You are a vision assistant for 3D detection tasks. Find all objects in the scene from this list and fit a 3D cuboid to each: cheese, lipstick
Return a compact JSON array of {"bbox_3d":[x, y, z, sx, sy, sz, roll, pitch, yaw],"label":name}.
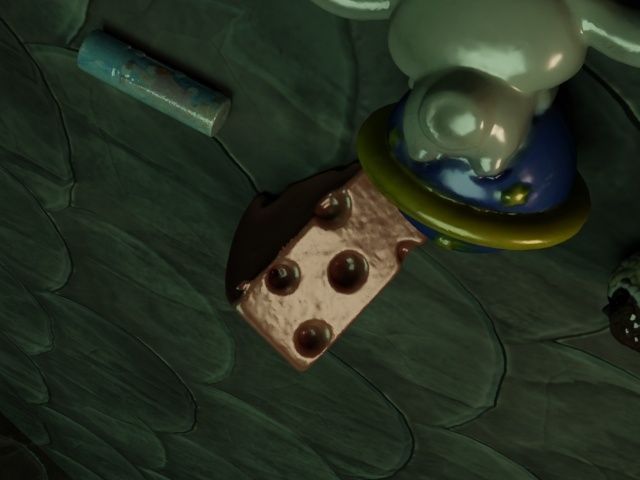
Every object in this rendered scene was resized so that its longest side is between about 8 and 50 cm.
[{"bbox_3d":[-0.020,0.007,0.924,0.128,0.203,0.177,44,175,-26],"label":"cheese"},{"bbox_3d":[-0.170,-0.162,0.869,0.158,0.048,0.048,28,146,4],"label":"lipstick"}]

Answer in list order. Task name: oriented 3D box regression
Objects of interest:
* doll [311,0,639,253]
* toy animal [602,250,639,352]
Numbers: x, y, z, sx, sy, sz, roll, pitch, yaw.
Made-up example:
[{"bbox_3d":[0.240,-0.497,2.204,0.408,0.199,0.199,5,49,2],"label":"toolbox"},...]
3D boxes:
[{"bbox_3d":[0.091,-0.109,0.641,0.311,0.159,0.242,29,147,9],"label":"doll"},{"bbox_3d":[0.319,0.061,0.740,0.137,0.098,0.098,9,140,29],"label":"toy animal"}]
